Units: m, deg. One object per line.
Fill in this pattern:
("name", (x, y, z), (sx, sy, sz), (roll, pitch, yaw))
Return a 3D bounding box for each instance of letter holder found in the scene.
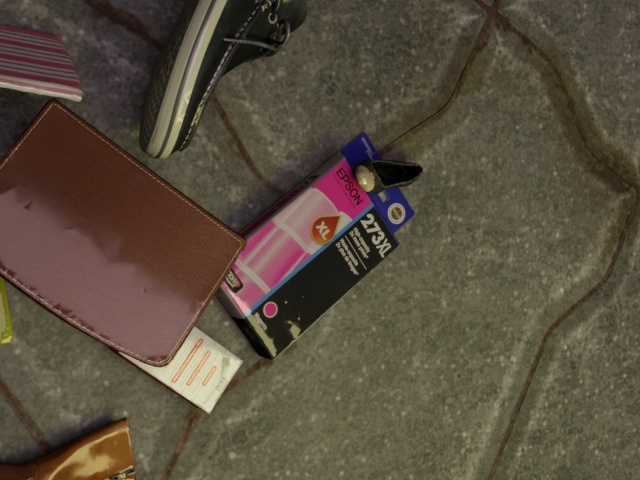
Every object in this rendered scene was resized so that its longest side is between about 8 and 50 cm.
("letter holder", (-0.288, 0.010, 1.073), (0.302, 0.152, 0.214), (37, 68, -16))

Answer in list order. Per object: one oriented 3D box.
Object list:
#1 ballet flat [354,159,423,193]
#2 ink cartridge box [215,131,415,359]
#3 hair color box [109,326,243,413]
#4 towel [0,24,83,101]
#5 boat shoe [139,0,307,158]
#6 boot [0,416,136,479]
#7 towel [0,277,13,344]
("ballet flat", (0.106, -0.109, 1.341), (0.173, 0.049, 0.057), (-16, 84, -56))
("ink cartridge box", (0.000, 0.000, 1.320), (0.371, 0.069, 0.176), (-42, 110, -24))
("hair color box", (-0.207, 0.166, 1.214), (0.167, 0.053, 0.093), (40, 72, -22))
("towel", (-0.380, -0.222, 1.038), (0.144, 0.197, 0.029), (5, 120, -29))
("boat shoe", (-0.103, -0.324, 1.185), (0.156, 0.187, 0.500), (30, 72, -20))
("boot", (-0.380, 0.294, 1.099), (0.280, 0.096, 0.264), (-16, 99, -28))
("towel", (-0.465, 0.026, 1.086), (0.102, 0.021, 0.237), (-10, 96, -27))
